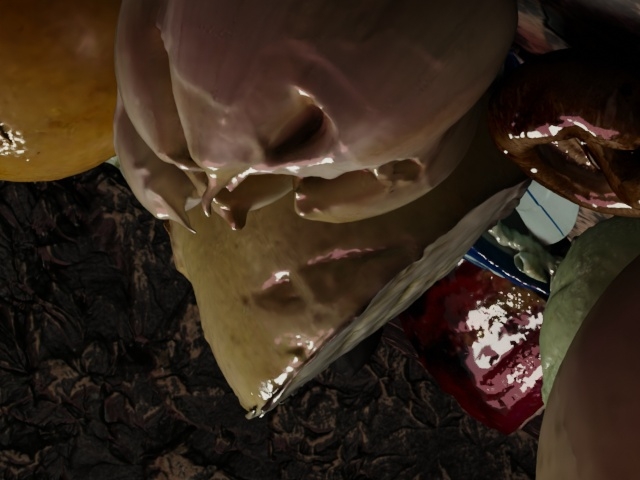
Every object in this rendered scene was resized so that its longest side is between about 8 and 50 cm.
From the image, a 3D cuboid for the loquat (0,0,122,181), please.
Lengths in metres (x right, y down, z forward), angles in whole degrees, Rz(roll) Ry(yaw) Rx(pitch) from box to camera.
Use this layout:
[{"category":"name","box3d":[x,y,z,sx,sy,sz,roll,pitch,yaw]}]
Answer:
[{"category":"loquat","box3d":[-0.209,-0.159,1.218,0.263,0.263,0.263,31,174,4]}]

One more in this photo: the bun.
[{"category":"bun","box3d":[0.219,0.054,1.245,0.126,0.204,0.212,33,146,40]}]

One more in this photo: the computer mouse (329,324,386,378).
[{"category":"computer mouse","box3d":[0.000,0.000,1.870,0.269,0.100,0.170,61,170,24]}]

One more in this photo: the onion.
[{"category":"onion","box3d":[0.144,0.081,1.905,0.280,0.146,0.314,36,178,7]}]

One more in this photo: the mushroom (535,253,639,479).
[{"category":"mushroom","box3d":[0.257,0.070,0.658,0.325,0.353,0.353,-4,150,41]}]

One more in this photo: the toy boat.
[{"category":"toy boat","box3d":[0.124,-0.066,1.260,0.220,0.067,0.291,49,160,4]}]

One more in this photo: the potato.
[{"category":"potato","box3d":[-0.022,-0.057,1.224,0.264,0.211,0.189,52,158,17]}]

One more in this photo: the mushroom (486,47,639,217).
[{"category":"mushroom","box3d":[0.166,-0.058,1.034,0.135,0.080,0.170,21,178,-27]}]

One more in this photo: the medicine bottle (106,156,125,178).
[{"category":"medicine bottle","box3d":[-0.126,-0.099,1.752,0.143,0.147,0.147,33,173,-2]}]

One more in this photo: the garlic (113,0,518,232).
[{"category":"garlic","box3d":[-0.027,-0.100,1.037,0.281,0.203,0.185,9,143,40]}]
